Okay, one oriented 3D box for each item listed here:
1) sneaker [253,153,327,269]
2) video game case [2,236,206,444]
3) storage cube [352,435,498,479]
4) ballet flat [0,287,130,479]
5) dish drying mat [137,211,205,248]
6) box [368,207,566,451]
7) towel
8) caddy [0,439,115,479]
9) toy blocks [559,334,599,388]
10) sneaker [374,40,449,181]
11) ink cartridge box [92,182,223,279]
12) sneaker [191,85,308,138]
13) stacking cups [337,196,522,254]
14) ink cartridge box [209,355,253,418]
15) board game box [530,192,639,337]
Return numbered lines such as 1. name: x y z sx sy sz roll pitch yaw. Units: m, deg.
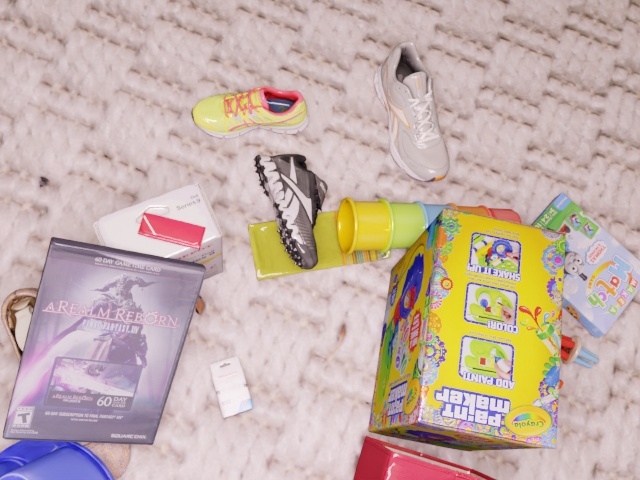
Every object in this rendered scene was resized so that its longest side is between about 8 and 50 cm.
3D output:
1. sneaker: -0.030 -0.061 1.033 0.106 0.078 0.234 -16 58 -12
2. video game case: -0.280 0.143 0.819 0.195 0.026 0.275 12 105 -28
3. storage cube: 0.136 0.397 0.856 0.183 0.215 0.193 18 76 -2
4. ballet flat: -0.377 0.205 0.898 0.107 0.106 0.316 -31 78 -17
5. dish drying mat: -0.196 -0.013 0.826 0.083 0.008 0.032 14 72 -5
6. box: 0.201 0.147 0.904 0.176 0.290 0.280 12 69 -4
7. towel: 0.000 0.000 1.068 0.237 0.021 0.102 -9 72 -11
8. caddy: -0.366 0.428 0.790 0.241 0.179 0.342 -15 77 10
9. toy blocks: 0.381 0.201 1.037 0.148 0.054 0.123 25 69 1
10. sneaker: 0.167 -0.233 1.119 0.099 0.121 0.263 -16 74 -12
11. ink cartridge box: -0.231 0.014 0.928 0.154 0.212 0.093 -24 76 -15
12. sneaker: -0.121 -0.236 1.093 0.208 0.094 0.082 -6 74 -9
13. stacking cups: 0.191 -0.023 1.051 0.315 0.096 0.096 0 71 -14
14. ink cartridge box: -0.138 0.227 0.966 0.048 0.028 0.083 -15 74 -13
15. board game box: 0.458 0.041 1.111 0.211 0.039 0.160 44 71 7
